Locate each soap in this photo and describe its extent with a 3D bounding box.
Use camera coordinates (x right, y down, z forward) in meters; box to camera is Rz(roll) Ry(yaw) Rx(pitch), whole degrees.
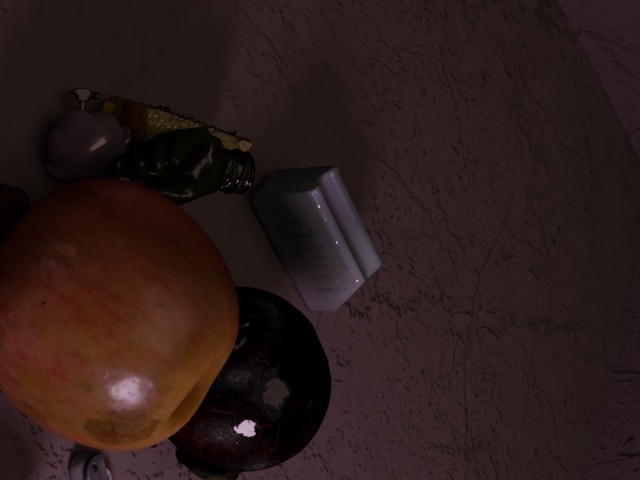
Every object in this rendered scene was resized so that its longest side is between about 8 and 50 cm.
[{"bbox_3d":[0.000,0.000,2.004,0.095,0.173,0.289,-52,127,-37],"label":"soap"}]

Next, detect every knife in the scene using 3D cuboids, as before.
[{"bbox_3d":[-0.338,0.456,1.669,0.073,0.041,0.265,-27,109,-60],"label":"knife"}]

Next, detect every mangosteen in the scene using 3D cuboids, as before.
[{"bbox_3d":[-0.130,0.235,1.740,0.330,0.330,0.330,3,86,-51],"label":"mangosteen"}]

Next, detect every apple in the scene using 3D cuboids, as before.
[{"bbox_3d":[-0.285,0.111,1.481,0.364,0.364,0.363,3,86,-51],"label":"apple"}]

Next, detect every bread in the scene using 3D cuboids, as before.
[{"bbox_3d":[-0.242,-0.145,1.745,0.260,0.129,0.134,13,91,-44],"label":"bread"}]

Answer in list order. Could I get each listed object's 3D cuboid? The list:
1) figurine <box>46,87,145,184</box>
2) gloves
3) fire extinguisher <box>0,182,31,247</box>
[{"bbox_3d":[-0.346,-0.117,1.629,0.112,0.137,0.229,-112,180,-74],"label":"figurine"},{"bbox_3d":[-0.213,-0.114,1.627,0.268,0.107,0.135,0,114,-55],"label":"gloves"},{"bbox_3d":[-0.525,-0.051,1.417,0.269,0.105,0.104,17,75,-50],"label":"fire extinguisher"}]
